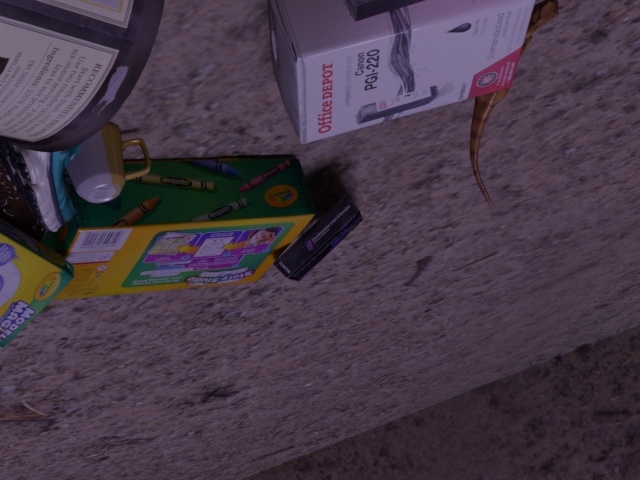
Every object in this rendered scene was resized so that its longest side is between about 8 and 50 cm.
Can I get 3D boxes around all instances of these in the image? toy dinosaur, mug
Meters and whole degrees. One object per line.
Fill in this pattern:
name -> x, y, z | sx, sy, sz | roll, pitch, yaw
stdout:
toy dinosaur -> 0.167, -0.151, 1.164 | 0.064, 0.112, 0.211 | 13, 110, -21
mug -> -0.210, -0.075, 1.124 | 0.078, 0.064, 0.062 | -24, 157, 12

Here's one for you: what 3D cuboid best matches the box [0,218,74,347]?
box -> -0.314, 0.034, 1.094 | 0.105, 0.043, 0.179 | -45, 143, 5

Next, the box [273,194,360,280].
box -> 0.000, 0.000, 1.392 | 0.116, 0.029, 0.162 | -44, 174, 1

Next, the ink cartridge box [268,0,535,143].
ink cartridge box -> 0.069, -0.184, 1.052 | 0.218, 0.092, 0.158 | -14, 157, -5

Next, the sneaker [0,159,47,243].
sneaker -> -0.355, -0.003, 1.156 | 0.106, 0.123, 0.290 | 6, 125, -42

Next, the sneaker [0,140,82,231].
sneaker -> -0.216, -0.107, 0.976 | 0.110, 0.107, 0.275 | -22, 151, -26

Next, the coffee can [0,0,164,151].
coffee can -> -0.257, -0.173, 0.677 | 0.201, 0.201, 0.275 | -34, 153, 33

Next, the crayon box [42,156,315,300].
crayon box -> -0.166, -0.013, 1.278 | 0.278, 0.081, 0.165 | -4, 154, -31
